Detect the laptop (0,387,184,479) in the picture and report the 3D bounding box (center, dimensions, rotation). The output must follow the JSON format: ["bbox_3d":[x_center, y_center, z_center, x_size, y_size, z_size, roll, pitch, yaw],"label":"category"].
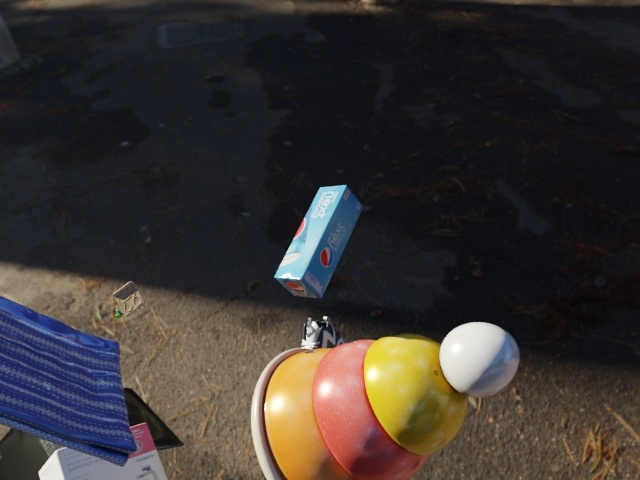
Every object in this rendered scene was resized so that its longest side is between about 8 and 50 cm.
[{"bbox_3d":[-0.669,0.599,1.577,0.381,0.236,0.408,19,65,47],"label":"laptop"}]

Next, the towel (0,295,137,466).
[{"bbox_3d":[-0.371,0.165,0.769,0.040,0.243,0.336,-59,26,-2],"label":"towel"}]

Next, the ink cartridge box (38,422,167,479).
[{"bbox_3d":[-0.412,0.546,1.153,0.207,0.117,0.283,-4,56,-47],"label":"ink cartridge box"}]

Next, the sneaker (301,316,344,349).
[{"bbox_3d":[-0.034,0.314,1.697,0.234,0.153,0.094,-30,21,-30],"label":"sneaker"}]

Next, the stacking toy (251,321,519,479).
[{"bbox_3d":[0.143,0.279,1.011,0.479,0.350,0.351,-36,26,32],"label":"stacking toy"}]

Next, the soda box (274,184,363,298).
[{"bbox_3d":[0.000,0.000,1.056,0.071,0.067,0.210,1,55,43],"label":"soda box"}]

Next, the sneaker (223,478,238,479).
[{"bbox_3d":[-0.192,0.466,0.902,0.087,0.130,0.228,-14,33,31],"label":"sneaker"}]

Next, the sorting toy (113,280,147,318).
[{"bbox_3d":[-0.420,0.134,1.232,0.083,0.062,0.012,-35,-1,13],"label":"sorting toy"}]
